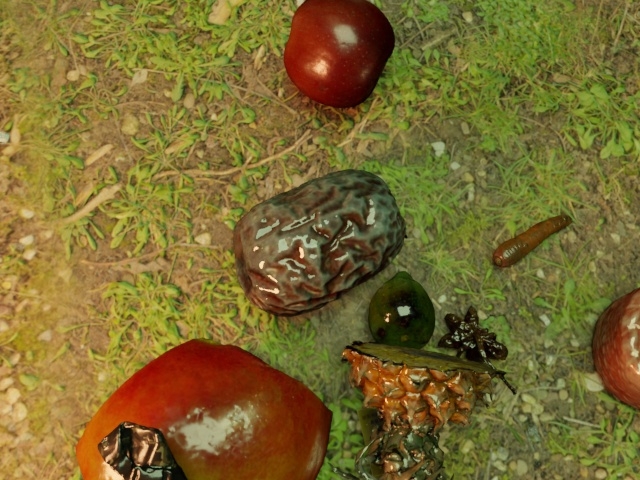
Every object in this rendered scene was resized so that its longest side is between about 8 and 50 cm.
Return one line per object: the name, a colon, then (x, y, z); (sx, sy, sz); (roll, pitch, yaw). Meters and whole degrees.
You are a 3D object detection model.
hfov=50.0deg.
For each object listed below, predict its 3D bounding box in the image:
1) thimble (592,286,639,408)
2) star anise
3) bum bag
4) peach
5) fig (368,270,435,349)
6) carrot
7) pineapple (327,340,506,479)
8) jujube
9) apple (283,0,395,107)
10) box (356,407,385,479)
thimble: (0.615, 0.189, 1.221); (0.239, 0.162, 0.240); (1, 70, -3)
star anise: (0.291, 0.201, 1.240); (0.097, 0.070, 0.191); (-26, 62, -23)
bum bag: (-0.208, 0.353, 0.933); (0.102, 0.069, 0.248); (-25, 103, 13)
peach: (-0.167, 0.328, 1.085); (0.380, 0.242, 0.306); (-34, 72, -14)
fig: (0.146, 0.122, 1.255); (0.123, 0.123, 0.156); (4, 34, -2)
carrot: (0.415, -0.005, 1.340); (0.191, 0.047, 0.047); (-30, 76, -19)
pineapple: (0.140, 0.314, 1.081); (0.262, 0.262, 0.272); (9, 88, -1)
jujube: (0.000, 0.000, 1.226); (0.316, 0.226, 0.226); (-23, 74, -16)
apple: (0.035, -0.371, 1.344); (0.201, 0.218, 0.218); (21, 71, 0)
box: (0.122, 0.359, 1.186); (0.088, 0.022, 0.157); (-17, 67, 11)
